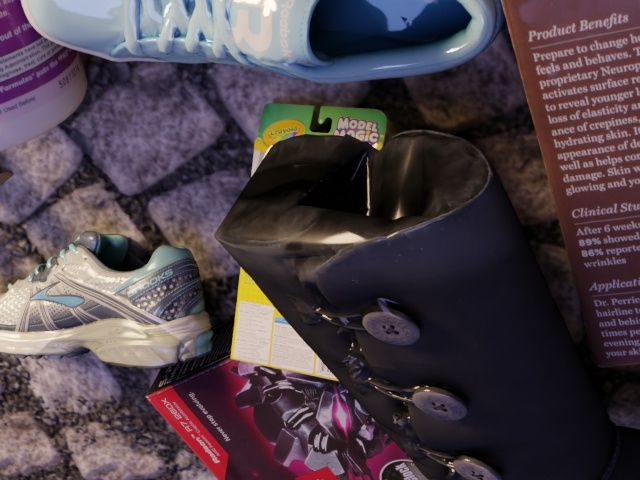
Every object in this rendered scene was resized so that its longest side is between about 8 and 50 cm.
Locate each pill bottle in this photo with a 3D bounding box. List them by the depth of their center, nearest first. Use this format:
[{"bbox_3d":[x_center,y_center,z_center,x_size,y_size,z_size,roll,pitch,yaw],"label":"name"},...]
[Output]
[{"bbox_3d":[-0.306,-0.228,0.920,0.169,0.169,0.301,-3,122,19],"label":"pill bottle"}]

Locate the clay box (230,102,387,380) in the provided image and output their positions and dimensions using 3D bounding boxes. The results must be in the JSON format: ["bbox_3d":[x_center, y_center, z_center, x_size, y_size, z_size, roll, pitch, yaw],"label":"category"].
[{"bbox_3d":[0.000,0.000,0.982,0.127,0.053,0.222,8,91,30],"label":"clay box"}]

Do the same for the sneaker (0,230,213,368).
[{"bbox_3d":[-0.228,0.049,1.136,0.283,0.110,0.122,1,95,25],"label":"sneaker"}]

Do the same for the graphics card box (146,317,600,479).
[{"bbox_3d":[0.045,0.144,1.101,0.371,0.094,0.233,-26,111,29],"label":"graphics card box"}]

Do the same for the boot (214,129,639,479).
[{"bbox_3d":[0.179,0.101,0.837,0.367,0.146,0.445,-9,127,31],"label":"boot"}]

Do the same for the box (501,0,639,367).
[{"bbox_3d":[0.257,-0.101,0.847,0.191,0.143,0.381,-7,122,22],"label":"box"}]

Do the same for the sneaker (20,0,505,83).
[{"bbox_3d":[-0.045,-0.180,0.838,0.366,0.150,0.135,-2,112,2],"label":"sneaker"}]

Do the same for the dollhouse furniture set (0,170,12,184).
[{"bbox_3d":[-0.472,-0.080,1.088,0.259,0.135,0.262,-28,111,30],"label":"dollhouse furniture set"}]
